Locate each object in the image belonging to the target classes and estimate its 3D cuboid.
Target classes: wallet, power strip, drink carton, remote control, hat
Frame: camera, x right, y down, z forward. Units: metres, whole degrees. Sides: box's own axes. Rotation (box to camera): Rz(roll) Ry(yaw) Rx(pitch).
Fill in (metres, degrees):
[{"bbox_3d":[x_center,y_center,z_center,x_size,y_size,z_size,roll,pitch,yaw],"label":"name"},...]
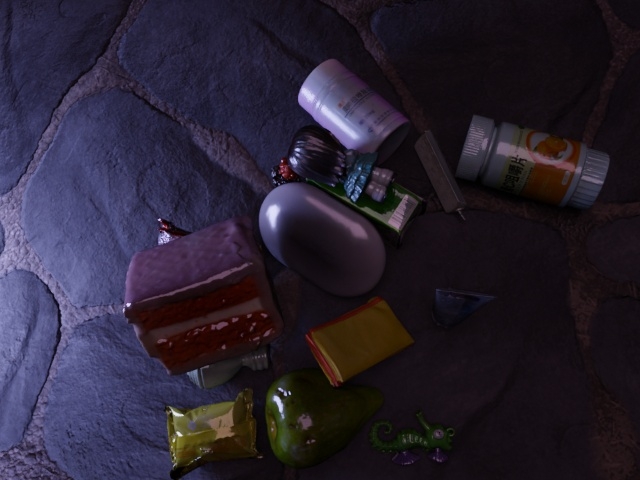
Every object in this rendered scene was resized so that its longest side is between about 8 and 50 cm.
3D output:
[{"bbox_3d":[0.084,0.221,1.301,0.241,0.067,0.141,-18,65,-39],"label":"wallet"},{"bbox_3d":[0.296,-0.158,1.440,0.027,0.060,0.252,-13,71,-27],"label":"power strip"},{"bbox_3d":[0.106,-0.098,1.391,0.271,0.161,0.108,33,79,10],"label":"drink carton"},{"bbox_3d":[0.000,0.000,1.367,0.332,0.103,0.221,34,124,13],"label":"remote control"},{"bbox_3d":[-0.350,0.073,1.410,0.129,0.140,0.227,16,89,29],"label":"hat"}]

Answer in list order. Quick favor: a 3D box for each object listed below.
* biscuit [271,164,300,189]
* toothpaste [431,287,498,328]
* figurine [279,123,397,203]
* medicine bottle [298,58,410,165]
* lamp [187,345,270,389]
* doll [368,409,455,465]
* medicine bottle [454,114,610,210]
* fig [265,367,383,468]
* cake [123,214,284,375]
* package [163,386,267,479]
[{"bbox_3d":[-0.094,-0.150,1.488,0.089,0.027,0.087,29,78,11],"label":"biscuit"},{"bbox_3d":[0.284,0.134,1.237,0.114,0.299,0.073,9,76,6],"label":"toothpaste"},{"bbox_3d":[0.037,-0.156,1.275,0.246,0.110,0.137,26,103,4],"label":"figurine"},{"bbox_3d":[0.082,-0.315,1.453,0.152,0.152,0.254,-44,77,-7],"label":"medicine bottle"},{"bbox_3d":[-0.213,0.279,1.347,0.193,0.106,0.106,-10,74,-5],"label":"lamp"},{"bbox_3d":[0.202,0.435,1.294,0.190,0.050,0.115,-7,78,5],"label":"doll"},{"bbox_3d":[0.491,-0.180,1.379,0.318,0.158,0.158,17,77,9],"label":"medicine bottle"},{"bbox_3d":[0.023,0.374,1.275,0.275,0.206,0.206,-4,73,-20],"label":"fig"},{"bbox_3d":[-0.250,0.116,1.278,0.309,0.237,0.230,-18,30,-1],"label":"cake"},{"bbox_3d":[-0.239,0.432,1.311,0.226,0.090,0.168,-12,77,4],"label":"package"}]
